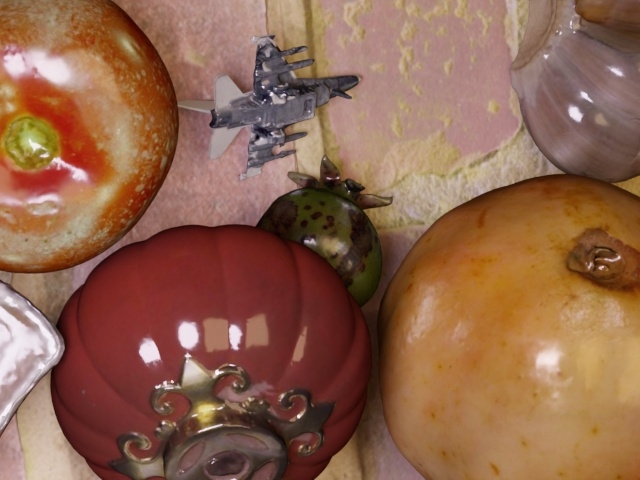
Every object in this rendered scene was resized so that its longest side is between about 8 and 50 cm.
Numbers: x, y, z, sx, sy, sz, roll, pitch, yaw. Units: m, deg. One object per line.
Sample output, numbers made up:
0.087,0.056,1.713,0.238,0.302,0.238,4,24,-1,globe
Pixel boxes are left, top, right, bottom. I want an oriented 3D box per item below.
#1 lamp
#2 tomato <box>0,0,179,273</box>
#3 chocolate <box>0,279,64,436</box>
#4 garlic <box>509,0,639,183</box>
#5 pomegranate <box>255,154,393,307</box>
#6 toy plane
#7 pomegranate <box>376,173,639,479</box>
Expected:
-0.102,0.119,1.749,0.303,0.303,0.257,24,34,-29,lamp
-0.266,-0.110,1.688,0.270,0.222,0.270,-2,105,-9,tomato
-0.349,0.145,1.678,0.157,0.080,0.254,35,86,6,chocolate
0.339,-0.197,2.147,0.292,0.210,0.237,26,40,-24,garlic
0.002,-0.001,1.908,0.148,0.148,0.169,33,64,-27,pomegranate
-0.034,-0.142,1.923,0.234,0.082,0.160,-11,120,-31,toy plane
0.265,0.131,1.934,0.411,0.411,0.412,2,87,-32,pomegranate
